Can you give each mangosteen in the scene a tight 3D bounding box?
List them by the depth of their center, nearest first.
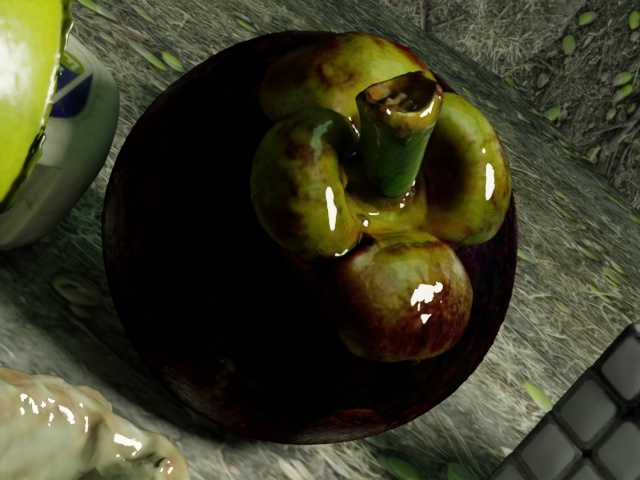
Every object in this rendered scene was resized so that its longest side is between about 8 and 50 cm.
[{"bbox_3d":[0.006,0.007,1.006,0.297,0.297,0.313,25,7,-37],"label":"mangosteen"}]

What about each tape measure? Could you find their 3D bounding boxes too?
[{"bbox_3d":[-0.277,-0.111,1.047,0.265,0.130,0.258,41,19,-7],"label":"tape measure"}]

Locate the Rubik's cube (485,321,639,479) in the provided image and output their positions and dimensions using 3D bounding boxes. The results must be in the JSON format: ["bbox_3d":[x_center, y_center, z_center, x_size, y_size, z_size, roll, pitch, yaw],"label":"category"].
[{"bbox_3d":[0.276,0.231,1.073,0.237,0.237,0.238,17,27,-47],"label":"Rubik's cube"}]

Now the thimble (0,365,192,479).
[{"bbox_3d":[-0.132,0.159,0.584,0.196,0.148,0.229,41,19,9],"label":"thimble"}]

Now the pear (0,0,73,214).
[{"bbox_3d":[-0.288,-0.095,0.780,0.255,0.238,0.164,24,27,-43],"label":"pear"}]

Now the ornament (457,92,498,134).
[{"bbox_3d":[0.043,-0.049,1.360,0.221,0.217,0.235,38,18,9],"label":"ornament"}]
